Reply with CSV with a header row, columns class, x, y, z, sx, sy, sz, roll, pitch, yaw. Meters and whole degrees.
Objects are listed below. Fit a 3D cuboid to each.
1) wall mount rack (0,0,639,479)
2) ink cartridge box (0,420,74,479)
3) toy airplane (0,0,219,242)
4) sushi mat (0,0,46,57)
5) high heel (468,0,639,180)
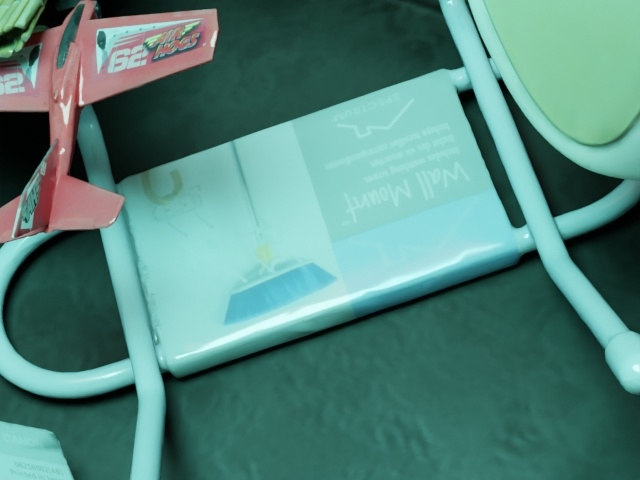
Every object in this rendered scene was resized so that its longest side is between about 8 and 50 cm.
class,x,y,z,sx,sy,sz,roll,pitch,yaw
wall mount rack,0.000,0.000,0.812,0.350,0.130,0.304,-19,55,1
ink cartridge box,-0.145,0.166,0.703,0.066,0.189,0.232,-49,51,18
toy airplane,-0.109,-0.055,0.792,0.151,0.028,0.151,-14,50,17
sushi mat,-0.168,-0.169,0.927,0.151,0.019,0.316,-10,36,21
high heel,0.159,-0.089,0.786,0.261,0.093,0.186,44,31,-1
